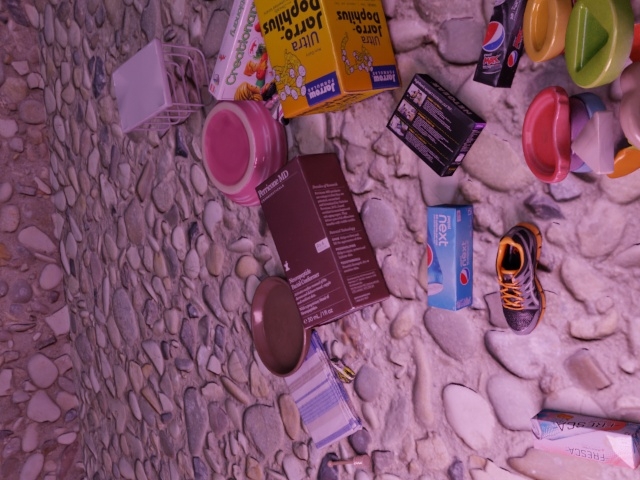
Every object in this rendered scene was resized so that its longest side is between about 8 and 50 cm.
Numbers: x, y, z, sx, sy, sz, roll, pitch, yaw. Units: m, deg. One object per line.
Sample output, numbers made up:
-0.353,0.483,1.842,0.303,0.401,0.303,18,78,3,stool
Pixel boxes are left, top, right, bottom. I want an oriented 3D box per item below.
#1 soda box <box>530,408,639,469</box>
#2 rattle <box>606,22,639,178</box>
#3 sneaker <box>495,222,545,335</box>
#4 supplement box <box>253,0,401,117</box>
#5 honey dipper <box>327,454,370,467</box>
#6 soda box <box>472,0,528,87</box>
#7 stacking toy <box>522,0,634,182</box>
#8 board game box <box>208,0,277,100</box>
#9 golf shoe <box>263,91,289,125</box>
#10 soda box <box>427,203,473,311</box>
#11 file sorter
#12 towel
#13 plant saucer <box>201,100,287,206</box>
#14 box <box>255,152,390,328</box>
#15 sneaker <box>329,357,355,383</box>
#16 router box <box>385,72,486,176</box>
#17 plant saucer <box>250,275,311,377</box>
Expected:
0.478,0.354,1.074,0.183,0.058,0.063,-5,95,46,soda box
0.491,-0.215,0.935,0.130,0.143,0.200,-23,85,2,rattle
0.364,0.077,1.117,0.084,0.083,0.215,1,100,44,sneaker
0.004,-0.466,1.271,0.194,0.195,0.357,-10,97,46,supplement box
0.068,0.583,1.565,0.160,0.030,0.031,-30,77,46,honey dipper
0.333,-0.363,1.073,0.053,0.060,0.169,31,120,39,soda box
0.420,-0.239,0.901,0.279,0.130,0.309,-111,17,-74,stacking toy
-0.142,-0.483,1.442,0.053,0.193,0.305,46,128,30,board game box
-0.058,-0.361,1.484,0.086,0.067,0.186,49,134,-8,golf shoe
0.265,0.033,1.221,0.071,0.067,0.210,8,103,45,soda box
-0.477,-0.456,1.806,0.277,0.173,0.193,-12,88,46,file sorter
-0.009,0.406,1.606,0.209,0.034,0.285,-47,63,43,towel
-0.229,-0.257,1.659,0.332,0.084,0.332,12,107,45,plant saucer
0.000,0.000,1.438,0.191,0.143,0.382,-31,74,45,box
0.051,0.335,1.529,0.083,0.031,0.035,39,124,34,sneaker
0.231,-0.235,1.216,0.179,0.046,0.133,49,129,27,router box
-0.108,0.234,1.640,0.277,0.041,0.278,5,96,52,plant saucer
